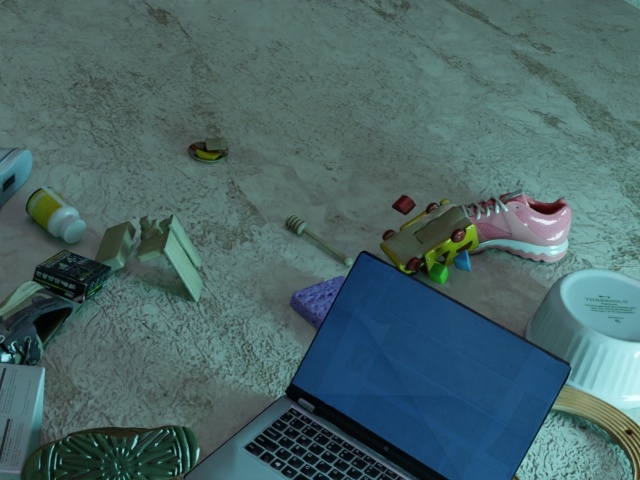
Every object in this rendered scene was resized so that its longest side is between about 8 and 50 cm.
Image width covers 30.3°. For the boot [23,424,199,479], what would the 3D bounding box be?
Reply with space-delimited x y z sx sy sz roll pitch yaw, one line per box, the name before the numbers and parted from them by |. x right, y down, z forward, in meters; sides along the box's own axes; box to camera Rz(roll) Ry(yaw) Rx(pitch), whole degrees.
boot | -0.311 0.294 1.556 0.236 0.089 0.270 -1 -7 -32

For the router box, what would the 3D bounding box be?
router box | -0.418 0.060 1.988 0.092 0.038 0.122 21 16 6

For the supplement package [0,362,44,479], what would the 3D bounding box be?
supplement package | -0.509 0.286 1.536 0.263 0.199 0.198 7 36 -8

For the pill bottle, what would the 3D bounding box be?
pill bottle | -0.476 -0.045 2.128 0.065 0.065 0.116 -24 48 -40

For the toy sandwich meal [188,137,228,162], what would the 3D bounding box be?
toy sandwich meal | -0.231 -0.190 2.437 0.086 0.029 0.085 8 35 -6

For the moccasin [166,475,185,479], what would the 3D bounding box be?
moccasin | -0.258 0.419 1.474 0.139 0.147 0.380 20 35 13

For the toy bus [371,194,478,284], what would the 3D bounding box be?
toy bus | 0.198 0.018 2.213 0.202 0.104 0.190 3 53 20

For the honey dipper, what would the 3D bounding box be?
honey dipper | 0.000 0.000 2.245 0.161 0.030 0.030 34 40 25

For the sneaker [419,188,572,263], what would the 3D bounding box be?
sneaker | 0.348 -0.050 2.328 0.314 0.136 0.116 6 34 -9

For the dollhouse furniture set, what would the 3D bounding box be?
dollhouse furniture set | -0.300 0.042 2.095 0.151 0.123 0.144 -19 31 17

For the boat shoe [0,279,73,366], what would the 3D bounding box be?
boat shoe | -0.471 0.158 1.818 0.092 0.102 0.285 12 29 8

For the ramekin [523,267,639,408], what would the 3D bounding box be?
ramekin | 0.505 0.161 2.089 0.273 0.127 0.272 8 36 -6

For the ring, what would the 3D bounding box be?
ring | 0.387 0.348 1.875 0.337 0.032 0.336 9 35 -6

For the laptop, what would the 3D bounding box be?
laptop | 0.082 0.270 1.712 0.382 0.236 0.408 29 38 23

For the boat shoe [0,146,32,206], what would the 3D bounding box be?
boat shoe | -0.621 -0.103 2.157 0.084 0.095 0.258 14 24 9

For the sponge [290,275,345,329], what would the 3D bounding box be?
sponge | 0.056 0.144 2.058 0.117 0.031 0.210 -18 46 -36
